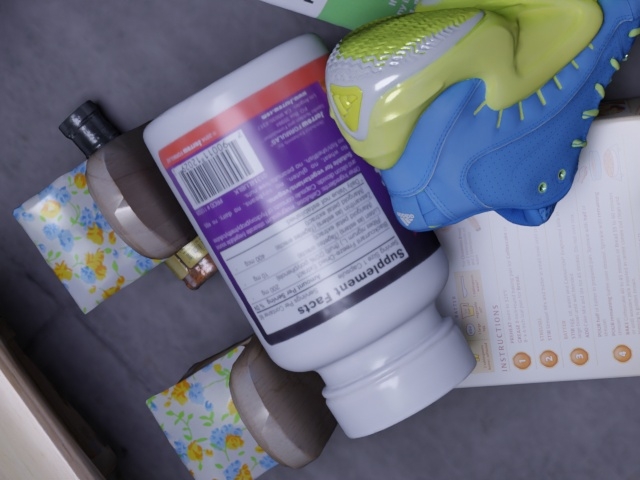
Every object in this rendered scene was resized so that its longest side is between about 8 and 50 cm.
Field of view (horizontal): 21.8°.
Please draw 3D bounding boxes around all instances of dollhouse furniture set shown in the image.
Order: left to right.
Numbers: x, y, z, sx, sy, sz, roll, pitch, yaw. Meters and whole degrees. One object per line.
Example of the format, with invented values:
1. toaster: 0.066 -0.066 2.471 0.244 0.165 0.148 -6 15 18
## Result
1. dollhouse furniture set: -0.149 0.202 0.889 0.362 0.256 0.394 -34 94 14

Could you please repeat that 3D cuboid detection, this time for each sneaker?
1. sneaker: 0.109 -0.085 0.845 0.091 0.240 0.126 23 136 54

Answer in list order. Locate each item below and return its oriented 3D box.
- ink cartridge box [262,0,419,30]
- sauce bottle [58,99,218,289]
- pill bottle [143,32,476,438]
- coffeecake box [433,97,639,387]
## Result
1. ink cartridge box: -0.041 -0.233 0.789 0.201 0.278 0.117 -61 39 21
2. sauce bottle: -0.104 -0.029 0.989 0.042 0.042 0.128 -39 93 22
3. pill bottle: 0.000 0.000 0.860 0.108 0.108 0.194 -28 95 21
4. coffeecake box: 0.103 0.004 0.925 0.185 0.068 0.142 -5 103 17
